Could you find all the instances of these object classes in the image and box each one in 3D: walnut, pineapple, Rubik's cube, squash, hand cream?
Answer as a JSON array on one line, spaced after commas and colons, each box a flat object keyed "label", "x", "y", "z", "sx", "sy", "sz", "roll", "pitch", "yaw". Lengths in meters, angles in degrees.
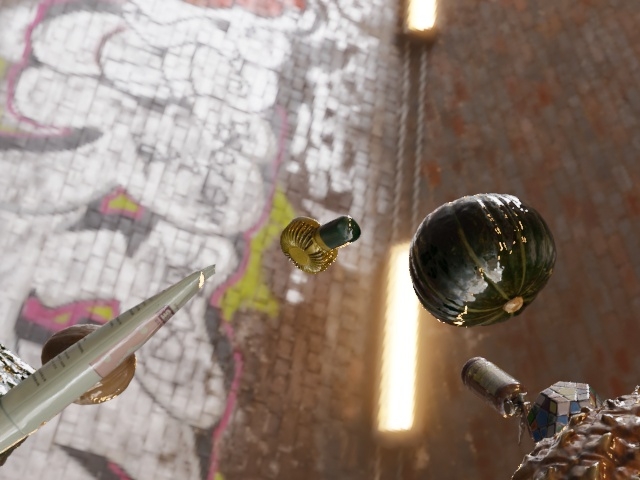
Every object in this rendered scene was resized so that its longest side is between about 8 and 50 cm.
[{"label": "walnut", "x": -0.392, "y": 0.209, "z": 1.763, "sx": 0.140, "sy": 0.162, "sz": 0.140, "roll": -15, "pitch": 106, "yaw": -63}, {"label": "pineapple", "x": 0.274, "y": 0.152, "z": 0.789, "sx": 0.278, "sy": 0.158, "sz": 0.158, "roll": -39, "pitch": -176, "yaw": -17}, {"label": "Rubik's cube", "x": 0.327, "y": 0.239, "z": 1.368, "sx": 0.093, "sy": 0.111, "sz": 0.111, "roll": 93, "pitch": 14, "yaw": -81}, {"label": "squash", "x": 0.224, "y": 0.028, "z": 1.459, "sx": 0.172, "sy": 0.218, "sz": 0.218, "roll": 44, "pitch": -58, "yaw": 33}, {"label": "hand cream", "x": -0.259, "y": 0.128, "z": 1.225, "sx": 0.331, "sy": 0.058, "sz": 0.085, "roll": -39, "pitch": 173, "yaw": -9}]

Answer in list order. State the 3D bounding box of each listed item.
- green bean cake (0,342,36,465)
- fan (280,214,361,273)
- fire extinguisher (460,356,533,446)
[{"label": "green bean cake", "x": -0.528, "y": 0.281, "z": 1.390, "sx": 0.308, "sy": 0.169, "sz": 0.300, "roll": -51, "pitch": 179, "yaw": -2}, {"label": "fan", "x": 0.000, "y": 0.000, "z": 1.422, "sx": 0.039, "sy": 0.082, "sz": 0.155, "roll": -47, "pitch": -168, "yaw": -34}, {"label": "fire extinguisher", "x": 0.367, "y": 0.315, "z": 2.051, "sx": 0.106, "sy": 0.075, "sz": 0.252, "roll": 68, "pitch": -13, "yaw": -19}]
